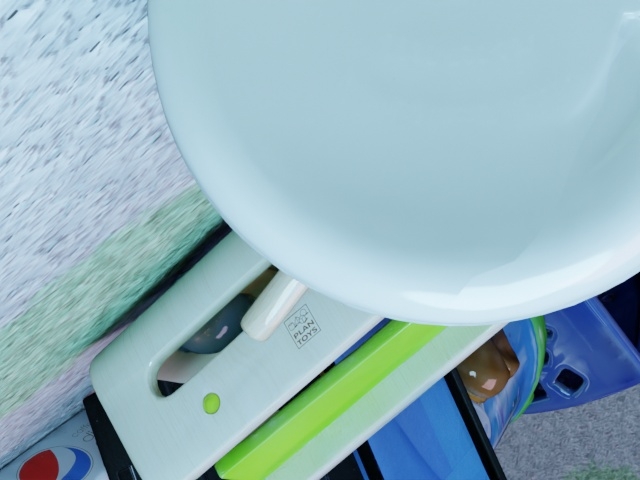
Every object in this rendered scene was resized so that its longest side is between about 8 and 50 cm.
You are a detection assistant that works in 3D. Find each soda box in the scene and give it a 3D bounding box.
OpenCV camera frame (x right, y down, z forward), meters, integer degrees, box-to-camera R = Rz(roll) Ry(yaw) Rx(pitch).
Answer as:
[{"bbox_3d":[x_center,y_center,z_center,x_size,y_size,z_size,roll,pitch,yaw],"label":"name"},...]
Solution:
[{"bbox_3d":[-0.163,0.174,1.190,0.216,0.074,0.069,-36,129,-43],"label":"soda box"}]

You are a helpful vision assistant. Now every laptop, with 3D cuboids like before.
[{"bbox_3d":[-0.029,0.131,1.043,0.264,0.234,0.136,-27,154,7],"label":"laptop"}]

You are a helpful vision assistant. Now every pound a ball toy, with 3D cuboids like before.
[{"bbox_3d":[0.000,0.000,0.893,0.319,0.135,0.208,-43,150,20],"label":"pound a ball toy"}]

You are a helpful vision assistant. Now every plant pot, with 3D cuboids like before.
[{"bbox_3d":[0.162,0.034,1.507,0.212,0.236,0.236,-35,-167,26],"label":"plant pot"}]

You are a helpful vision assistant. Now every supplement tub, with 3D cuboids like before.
[{"bbox_3d":[0.041,-0.052,0.450,0.144,0.144,0.200,-41,175,5],"label":"supplement tub"}]

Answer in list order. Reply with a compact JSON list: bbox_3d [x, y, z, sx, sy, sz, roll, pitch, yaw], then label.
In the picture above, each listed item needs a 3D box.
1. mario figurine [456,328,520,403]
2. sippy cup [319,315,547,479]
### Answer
[{"bbox_3d":[0.183,-0.038,1.033,0.320,0.170,0.198,-60,-153,10],"label":"mario figurine"},{"bbox_3d":[0.053,0.126,1.324,0.240,0.305,0.224,-28,-162,28],"label":"sippy cup"}]
